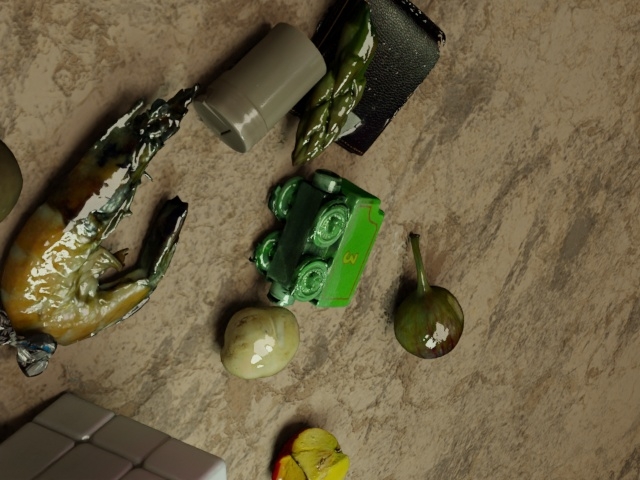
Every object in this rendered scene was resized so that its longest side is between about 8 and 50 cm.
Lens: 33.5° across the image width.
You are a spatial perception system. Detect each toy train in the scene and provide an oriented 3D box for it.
[{"bbox_3d":[0.000,0.000,1.796,0.188,0.132,0.243,2,114,-49],"label":"toy train"}]

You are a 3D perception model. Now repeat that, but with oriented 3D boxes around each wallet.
[{"bbox_3d":[0.072,-0.285,1.746,0.221,0.071,0.262,28,99,-49],"label":"wallet"}]

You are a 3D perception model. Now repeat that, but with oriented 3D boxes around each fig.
[{"bbox_3d":[0.204,0.106,2.058,0.149,0.149,0.245,-27,117,-30],"label":"fig"}]

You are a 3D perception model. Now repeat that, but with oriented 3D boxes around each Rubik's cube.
[{"bbox_3d":[-0.341,0.468,1.546,0.319,0.316,0.321,-40,140,-48],"label":"Rubik's cube"}]

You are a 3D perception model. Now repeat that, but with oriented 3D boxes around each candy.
[{"bbox_3d":[-0.457,0.124,1.452,0.094,0.051,0.226,-25,135,25],"label":"candy"}]

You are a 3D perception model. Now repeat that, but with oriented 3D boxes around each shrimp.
[{"bbox_3d":[-0.282,-0.032,1.543,0.272,0.085,0.445,29,95,-51],"label":"shrimp"}]

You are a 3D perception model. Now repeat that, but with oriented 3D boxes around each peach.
[{"bbox_3d":[-0.020,0.434,2.035,0.151,0.118,0.151,9,71,-29],"label":"peach"}]

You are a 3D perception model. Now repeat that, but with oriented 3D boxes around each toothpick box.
[{"bbox_3d":[-0.089,-0.227,1.589,0.180,0.111,0.111,-46,136,-15],"label":"toothpick box"}]

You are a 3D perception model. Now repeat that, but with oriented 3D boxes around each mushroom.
[{"bbox_3d":[-0.103,0.172,1.806,0.148,0.112,0.148,-22,128,-31],"label":"mushroom"}]

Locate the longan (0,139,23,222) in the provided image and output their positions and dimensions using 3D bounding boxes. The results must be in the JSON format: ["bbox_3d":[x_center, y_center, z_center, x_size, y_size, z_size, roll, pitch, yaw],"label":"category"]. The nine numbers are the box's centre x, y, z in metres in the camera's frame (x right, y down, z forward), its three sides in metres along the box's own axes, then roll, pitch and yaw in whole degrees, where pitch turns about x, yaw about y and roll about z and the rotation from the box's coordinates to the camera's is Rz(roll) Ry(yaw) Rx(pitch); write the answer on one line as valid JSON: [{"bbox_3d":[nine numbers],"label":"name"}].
[{"bbox_3d":[-0.460,-0.076,1.289,0.189,0.189,0.189,-22,127,-33],"label":"longan"}]

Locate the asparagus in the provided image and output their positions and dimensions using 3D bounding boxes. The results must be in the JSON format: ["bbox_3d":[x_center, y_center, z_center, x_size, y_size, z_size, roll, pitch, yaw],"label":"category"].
[{"bbox_3d":[0.028,-0.233,1.662,0.080,0.080,0.287,10,117,-46],"label":"asparagus"}]
